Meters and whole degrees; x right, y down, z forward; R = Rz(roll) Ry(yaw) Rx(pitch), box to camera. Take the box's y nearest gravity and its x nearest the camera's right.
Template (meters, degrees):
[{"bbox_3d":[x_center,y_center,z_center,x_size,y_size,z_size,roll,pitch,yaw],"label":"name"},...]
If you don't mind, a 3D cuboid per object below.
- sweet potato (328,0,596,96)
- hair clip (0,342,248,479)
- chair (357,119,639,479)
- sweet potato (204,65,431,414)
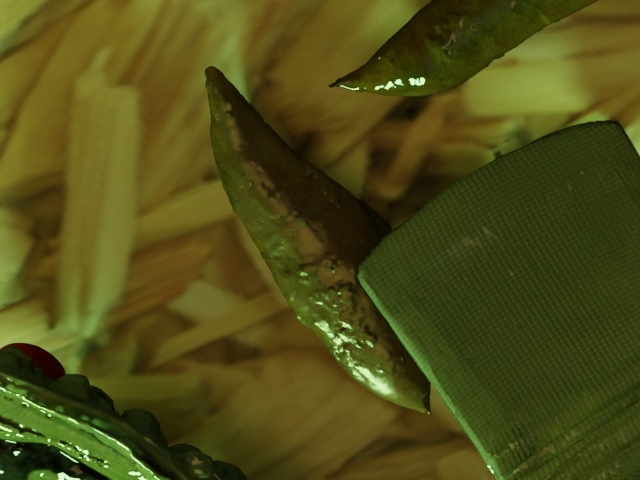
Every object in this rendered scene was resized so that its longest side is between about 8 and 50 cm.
[{"bbox_3d":[0.114,-0.141,0.815,0.274,0.067,0.067,-40,103,23],"label":"sweet potato"},{"bbox_3d":[-0.088,0.151,0.966,0.321,0.091,0.138,36,115,-19],"label":"hair clip"},{"bbox_3d":[0.165,0.124,0.868,0.160,0.186,0.319,-32,62,-1],"label":"chair"},{"bbox_3d":[0.000,0.000,0.901,0.068,0.060,0.206,-41,104,-16],"label":"sweet potato"}]
